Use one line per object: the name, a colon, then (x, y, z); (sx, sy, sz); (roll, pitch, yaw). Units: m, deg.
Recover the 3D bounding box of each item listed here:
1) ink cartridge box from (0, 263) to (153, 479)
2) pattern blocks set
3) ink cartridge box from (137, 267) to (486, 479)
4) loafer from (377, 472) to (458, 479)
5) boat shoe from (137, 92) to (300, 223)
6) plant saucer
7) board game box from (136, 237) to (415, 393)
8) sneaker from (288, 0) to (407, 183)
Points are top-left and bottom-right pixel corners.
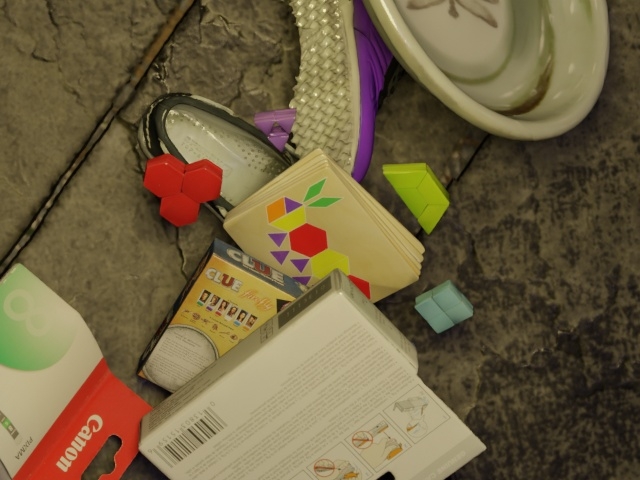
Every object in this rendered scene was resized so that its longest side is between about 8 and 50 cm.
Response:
ink cartridge box: (-0.276, 0.160, 1.898); (0.224, 0.056, 0.181); (40, 52, -7)
pattern blocks set: (0.000, 0.000, 1.940); (0.285, 0.026, 0.325); (-21, 122, 18)
ink cartridge box: (-0.008, 0.197, 1.939); (0.275, 0.060, 0.239); (-38, 112, 15)
loafer: (0.105, 0.302, 2.002); (0.109, 0.095, 0.303); (-8, 89, -15)
boat shoe: (-0.058, -0.047, 1.980); (0.302, 0.091, 0.114); (30, 80, -11)
plant saucer: (0.144, -0.281, 1.990); (0.400, 0.100, 0.401); (21, 59, -39)
board game box: (-0.044, 0.124, 1.962); (0.243, 0.042, 0.165); (29, 111, -12)
sneaker: (0.051, -0.187, 1.992); (0.146, 0.102, 0.293); (10, 70, -37)
